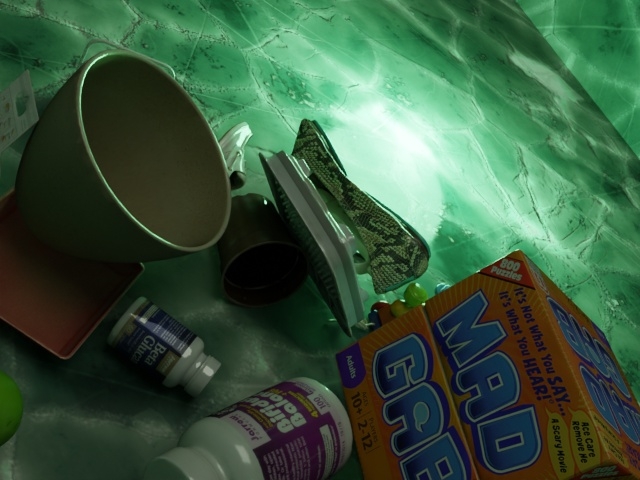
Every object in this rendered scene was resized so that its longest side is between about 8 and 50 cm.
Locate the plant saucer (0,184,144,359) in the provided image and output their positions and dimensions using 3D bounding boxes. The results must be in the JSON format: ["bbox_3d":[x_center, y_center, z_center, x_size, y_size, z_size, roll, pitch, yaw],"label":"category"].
[{"bbox_3d":[-0.450,0.052,1.386,0.258,0.048,0.259,35,36,-4],"label":"plant saucer"}]

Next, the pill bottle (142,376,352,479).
[{"bbox_3d":[-0.104,0.322,1.279,0.301,0.169,0.169,-17,62,-48],"label":"pill bottle"}]

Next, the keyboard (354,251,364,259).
[{"bbox_3d":[0.087,0.000,1.902,0.180,0.023,0.108,27,44,-15],"label":"keyboard"}]

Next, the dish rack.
[{"bbox_3d":[0.000,0.000,1.576,0.072,0.333,0.285,-28,61,-6],"label":"dish rack"}]

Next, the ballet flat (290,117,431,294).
[{"bbox_3d":[0.029,-0.073,1.810,0.182,0.164,0.483,-32,56,-10],"label":"ballet flat"}]

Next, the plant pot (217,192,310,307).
[{"bbox_3d":[-0.123,0.009,1.616,0.167,0.167,0.165,10,37,-32],"label":"plant pot"}]

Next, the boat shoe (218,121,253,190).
[{"bbox_3d":[-0.195,-0.138,1.762,0.096,0.098,0.277,35,46,-4],"label":"boat shoe"}]

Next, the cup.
[{"bbox_3d":[-0.334,-0.095,1.364,0.331,0.237,0.331,41,36,-39],"label":"cup"}]

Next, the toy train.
[{"bbox_3d":[0.153,0.137,1.706,0.248,0.143,0.105,11,44,-31],"label":"toy train"}]

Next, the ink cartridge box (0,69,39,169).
[{"bbox_3d":[-0.519,-0.140,1.359,0.066,0.232,0.189,52,4,-41],"label":"ink cartridge box"}]

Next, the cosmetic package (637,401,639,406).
[{"bbox_3d":[0.547,0.404,1.703,0.365,0.197,0.155,39,38,5],"label":"cosmetic package"}]

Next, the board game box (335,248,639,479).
[{"bbox_3d":[0.296,0.306,1.379,0.356,0.356,0.356,37,29,-43],"label":"board game box"}]

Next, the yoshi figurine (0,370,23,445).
[{"bbox_3d":[-0.492,0.145,1.133,0.203,0.203,0.362,3,57,-51],"label":"yoshi figurine"}]

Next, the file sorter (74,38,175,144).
[{"bbox_3d":[-0.384,-0.211,1.615,0.193,0.173,0.278,19,41,-22],"label":"file sorter"}]

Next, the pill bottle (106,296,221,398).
[{"bbox_3d":[-0.245,0.174,1.383,0.169,0.094,0.094,36,37,-1],"label":"pill bottle"}]
